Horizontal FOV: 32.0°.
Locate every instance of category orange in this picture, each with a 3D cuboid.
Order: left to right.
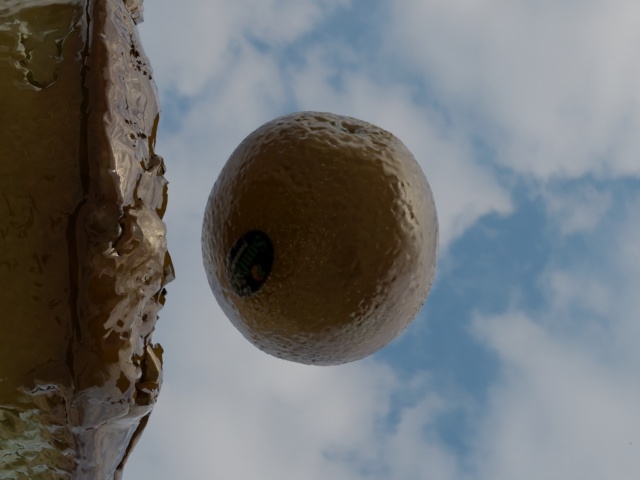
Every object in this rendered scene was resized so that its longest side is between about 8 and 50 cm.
[{"bbox_3d":[0.000,0.000,1.017,0.236,0.236,0.236,-3,-101,15],"label":"orange"}]

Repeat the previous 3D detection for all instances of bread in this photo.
[{"bbox_3d":[-0.217,-0.005,0.774,0.215,0.398,0.398,0,-101,-16],"label":"bread"}]
